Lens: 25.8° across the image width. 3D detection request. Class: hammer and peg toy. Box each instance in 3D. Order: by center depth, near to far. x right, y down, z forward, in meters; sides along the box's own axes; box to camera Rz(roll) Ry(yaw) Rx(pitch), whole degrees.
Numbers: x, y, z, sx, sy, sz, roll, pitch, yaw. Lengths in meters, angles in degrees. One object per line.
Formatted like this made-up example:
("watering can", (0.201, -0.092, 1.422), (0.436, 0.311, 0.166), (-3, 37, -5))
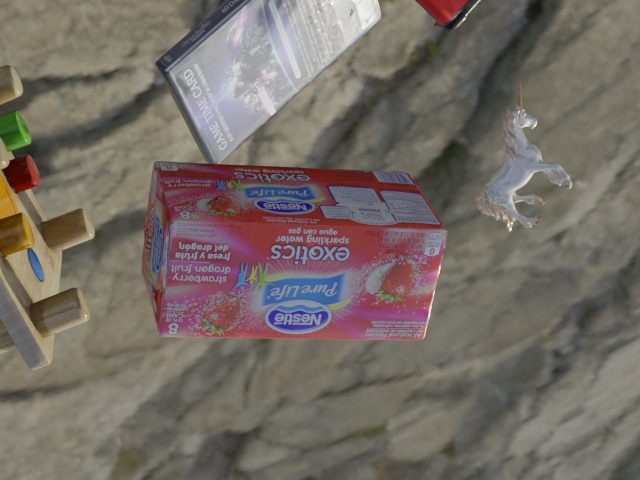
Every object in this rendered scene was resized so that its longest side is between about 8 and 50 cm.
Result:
("hammer and peg toy", (-0.333, -0.050, 1.470), (0.127, 0.361, 0.266), (-21, 117, 3))

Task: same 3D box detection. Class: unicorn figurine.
("unicorn figurine", (0.242, -0.087, 1.667), (0.111, 0.060, 0.162), (30, 107, -12))

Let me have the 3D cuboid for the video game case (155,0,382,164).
("video game case", (-0.049, -0.224, 1.552), (0.274, 0.026, 0.196), (-42, 151, -11))

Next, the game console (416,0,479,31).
("game console", (0.115, -0.236, 1.052), (0.144, 0.085, 0.124), (-48, 125, 6))

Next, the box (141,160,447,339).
("box", (-0.029, 0.010, 1.288), (0.257, 0.128, 0.122), (2, 117, -16))
